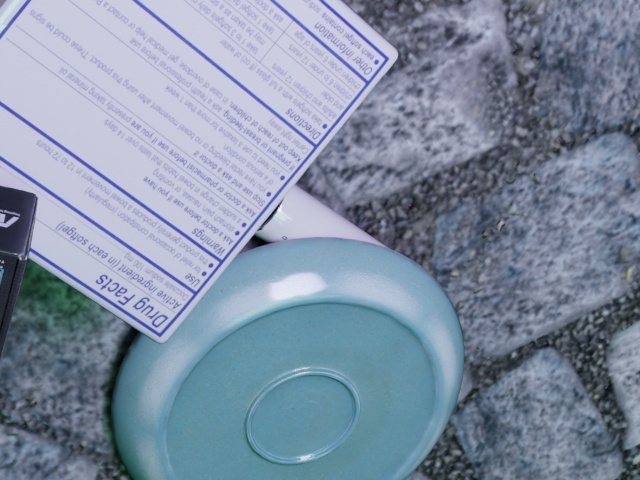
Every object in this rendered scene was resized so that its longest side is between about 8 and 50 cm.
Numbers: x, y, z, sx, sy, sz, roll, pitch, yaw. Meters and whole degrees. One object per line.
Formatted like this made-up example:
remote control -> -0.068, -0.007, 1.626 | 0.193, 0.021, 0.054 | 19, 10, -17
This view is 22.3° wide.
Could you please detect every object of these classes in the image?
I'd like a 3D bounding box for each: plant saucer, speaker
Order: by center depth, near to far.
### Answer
speaker -> 0.000, 0.000, 1.362 | 0.136, 0.055, 0.055 | 33, 96, -32
plant saucer -> -0.019, 0.142, 1.390 | 0.317, 0.044, 0.318 | -9, 126, -13

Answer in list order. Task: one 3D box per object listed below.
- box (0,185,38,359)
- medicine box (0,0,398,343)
box -> -0.345, 0.028, 1.111 | 0.270, 0.060, 0.216 | 13, 137, -12
medicine box -> -0.143, -0.120, 1.184 | 0.263, 0.149, 0.289 | 37, 94, -33
